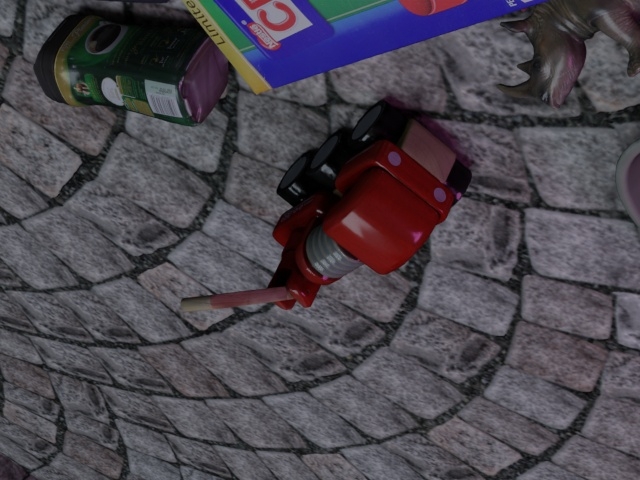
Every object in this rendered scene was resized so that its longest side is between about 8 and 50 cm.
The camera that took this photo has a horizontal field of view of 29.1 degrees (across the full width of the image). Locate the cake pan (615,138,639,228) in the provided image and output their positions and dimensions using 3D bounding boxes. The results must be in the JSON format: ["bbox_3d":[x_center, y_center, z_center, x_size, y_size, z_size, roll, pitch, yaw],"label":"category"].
[{"bbox_3d":[0.390,-0.019,1.020,0.293,0.054,0.293,29,163,10],"label":"cake pan"}]

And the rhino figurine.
[{"bbox_3d":[0.224,-0.179,0.909,0.243,0.073,0.106,-36,85,36],"label":"rhino figurine"}]

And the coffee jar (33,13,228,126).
[{"bbox_3d":[-0.192,-0.173,1.240,0.184,0.096,0.079,12,142,23],"label":"coffee jar"}]

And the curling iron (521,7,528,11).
[{"bbox_3d":[0.177,-0.193,1.000,0.274,0.035,0.068,6,124,28],"label":"curling iron"}]

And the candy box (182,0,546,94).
[{"bbox_3d":[0.002,-0.275,0.936,0.317,0.122,0.268,-10,131,44],"label":"candy box"}]

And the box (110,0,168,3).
[{"bbox_3d":[-0.155,-0.353,0.651,0.179,0.343,0.312,3,162,-5],"label":"box"}]

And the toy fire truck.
[{"bbox_3d":[0.000,0.000,1.205,0.158,0.246,0.217,38,146,-17],"label":"toy fire truck"}]
